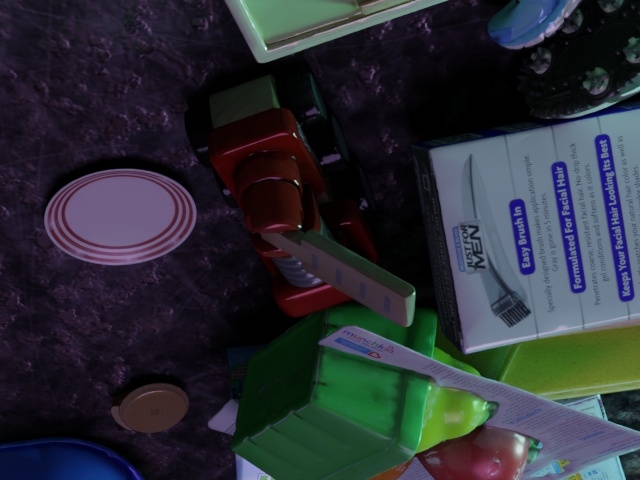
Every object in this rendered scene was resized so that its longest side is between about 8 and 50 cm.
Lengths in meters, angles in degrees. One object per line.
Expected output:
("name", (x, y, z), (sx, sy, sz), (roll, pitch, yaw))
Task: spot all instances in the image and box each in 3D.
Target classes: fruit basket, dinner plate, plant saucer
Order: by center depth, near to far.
("dinner plate", (-0.186, -0.025, 1.438), (0.141, 0.017, 0.141), (-7, 142, -6))
("fruit basket", (0.106, 0.179, 1.551), (0.353, 0.165, 0.327), (15, 153, -22))
("plant saucer", (0.286, 0.090, 1.579), (0.332, 0.081, 0.333), (-6, 158, -5))

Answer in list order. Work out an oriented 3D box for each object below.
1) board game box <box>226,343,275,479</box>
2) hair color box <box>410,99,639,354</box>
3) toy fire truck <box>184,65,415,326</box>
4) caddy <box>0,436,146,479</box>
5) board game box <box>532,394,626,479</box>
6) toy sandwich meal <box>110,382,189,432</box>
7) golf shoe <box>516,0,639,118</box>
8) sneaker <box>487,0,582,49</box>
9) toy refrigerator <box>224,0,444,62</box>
("board game box", (-0.018, 0.206, 1.699), (0.160, 0.039, 0.212), (-6, 121, -7))
("hair color box", (0.265, -0.027, 1.380), (0.338, 0.110, 0.185), (-11, 98, -6))
("toy fire truck", (0.000, 0.000, 1.326), (0.158, 0.246, 0.217), (-18, 142, 10))
("caddy", (-0.354, 0.349, 1.754), (0.341, 0.179, 0.241), (-5, 118, -7))
("board game box", (0.203, 0.280, 1.879), (0.318, 0.066, 0.319), (-16, 142, 8))
("toy sandwich meal", (-0.186, 0.180, 1.693), (0.085, 0.029, 0.086), (-9, 133, -10))
("golf shoe", (0.296, -0.174, 1.297), (0.273, 0.105, 0.120), (-32, 145, 27))
("sneaker", (0.185, -0.225, 1.251), (0.073, 0.063, 0.162), (30, 125, -18))
("toy refrigerator", (0.056, -0.233, 1.167), (0.269, 0.094, 0.102), (-18, 142, 8))
